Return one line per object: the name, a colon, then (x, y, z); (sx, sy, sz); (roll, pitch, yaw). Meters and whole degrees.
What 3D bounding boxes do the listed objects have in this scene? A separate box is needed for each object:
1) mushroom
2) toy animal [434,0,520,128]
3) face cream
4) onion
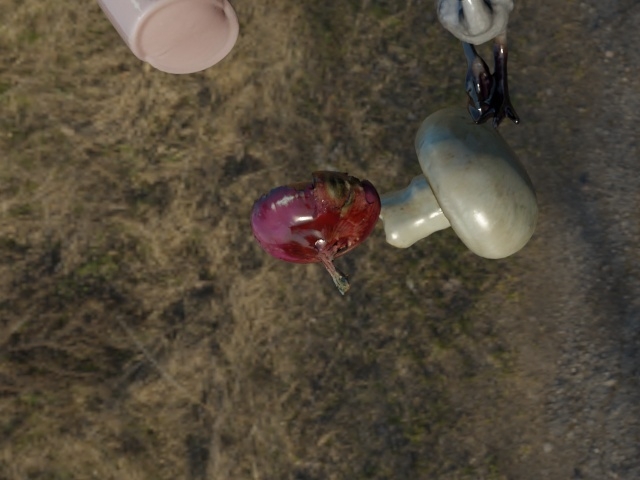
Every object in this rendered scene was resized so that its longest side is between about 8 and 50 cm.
mushroom: (0.197, -0.066, 1.457); (0.244, 0.244, 0.243); (0, 90, 49)
toy animal: (0.181, -0.265, 1.130); (0.090, 0.324, 0.195); (-16, 63, 10)
face cream: (-0.118, -0.174, 0.503); (0.057, 0.084, 0.198); (-38, 72, 14)
onion: (0.000, 0.000, 1.091); (0.150, 0.150, 0.140); (-33, 61, 44)
